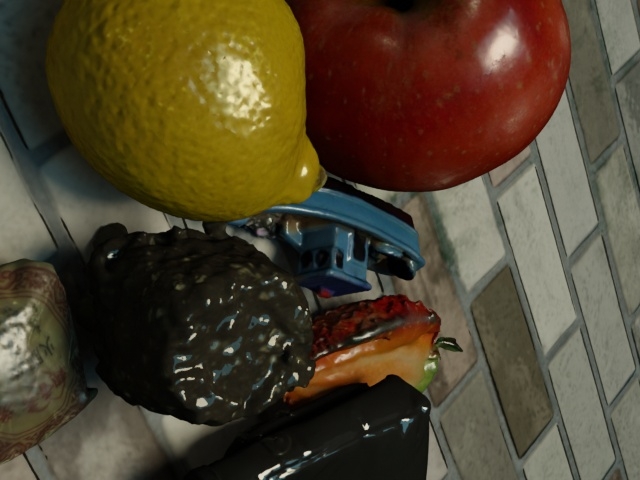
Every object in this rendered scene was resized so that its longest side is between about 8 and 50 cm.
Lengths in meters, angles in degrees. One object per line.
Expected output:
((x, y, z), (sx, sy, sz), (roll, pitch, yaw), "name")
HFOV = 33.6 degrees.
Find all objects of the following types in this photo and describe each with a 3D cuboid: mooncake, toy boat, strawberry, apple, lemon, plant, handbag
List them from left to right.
((-0.222, 0.086, 0.723), (0.125, 0.073, 0.130), (-32, 114, -38), "mooncake")
((-0.099, 0.057, 0.765), (0.131, 0.203, 0.142), (-16, 113, -36), "plant")
((-0.095, -0.112, 0.752), (0.244, 0.187, 0.187), (47, 58, -12), "lemon")
((-0.011, 0.262, 0.910), (0.244, 0.088, 0.275), (-21, 126, -35), "handbag")
((0.000, 0.000, 0.930), (0.223, 0.100, 0.097), (20, 68, -43), "toy boat")
((0.036, 0.110, 0.985), (0.192, 0.085, 0.140), (-28, 131, -19), "strawberry")
((0.081, -0.166, 0.890), (0.216, 0.260, 0.260), (51, 55, -64), "apple")
